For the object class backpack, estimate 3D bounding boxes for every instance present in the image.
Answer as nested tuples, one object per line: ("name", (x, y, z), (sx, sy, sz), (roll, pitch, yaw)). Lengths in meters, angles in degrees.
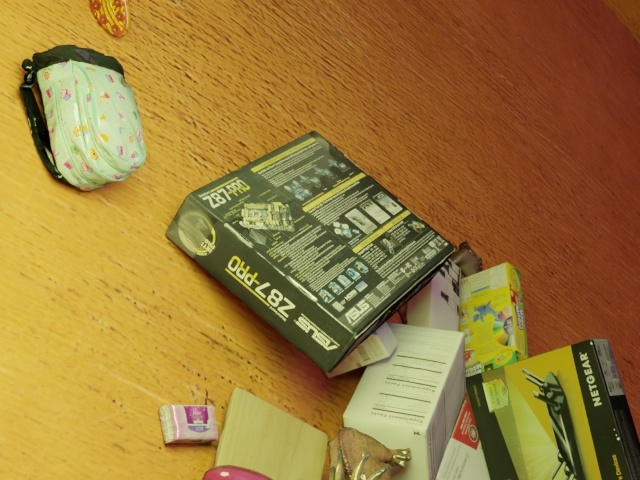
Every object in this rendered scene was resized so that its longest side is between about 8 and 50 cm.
("backpack", (-0.306, -0.159, 1.490), (0.152, 0.115, 0.182), (8, 67, -56))

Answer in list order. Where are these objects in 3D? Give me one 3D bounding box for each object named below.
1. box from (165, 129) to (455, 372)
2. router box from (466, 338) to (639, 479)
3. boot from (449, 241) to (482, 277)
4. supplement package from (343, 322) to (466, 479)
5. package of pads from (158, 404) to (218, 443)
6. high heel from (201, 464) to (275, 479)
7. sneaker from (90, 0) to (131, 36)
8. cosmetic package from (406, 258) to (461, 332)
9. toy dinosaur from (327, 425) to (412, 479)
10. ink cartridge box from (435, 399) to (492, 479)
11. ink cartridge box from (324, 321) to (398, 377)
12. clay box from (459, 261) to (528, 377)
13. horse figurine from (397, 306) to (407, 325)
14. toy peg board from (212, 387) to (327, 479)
("box", (0.000, 0.000, 1.724), (0.318, 0.097, 0.395), (41, 32, 8))
("router box", (0.390, 0.339, 1.834), (0.081, 0.243, 0.309), (7, 64, -53))
("boot", (0.296, 0.056, 2.271), (0.087, 0.042, 0.118), (63, 34, -10))
("supplement package", (0.139, 0.261, 1.797), (0.244, 0.134, 0.139), (-57, 147, -52))
("package of pads", (-0.176, 0.244, 1.499), (0.083, 0.032, 0.050), (12, 63, -51))
("high heel", (-0.048, 0.452, 1.436), (0.377, 0.127, 0.181), (54, 24, -31))
("sneaker", (-0.313, -0.385, 1.667), (0.067, 0.064, 0.175), (-10, 81, -66))
("cosmetic package", (0.210, 0.130, 2.086), (0.099, 0.060, 0.239), (39, 42, -34))
("toy dinosaur", (0.054, 0.331, 1.564), (0.200, 0.127, 0.295), (40, 13, -34))
("ink cartridge box", (0.245, 0.441, 1.894), (0.273, 0.114, 0.197), (56, 35, -18))
("ink cartridge box", (0.046, 0.155, 1.785), (0.088, 0.122, 0.052), (60, 30, -10))
("clay box", (0.328, 0.165, 2.169), (0.053, 0.127, 0.222), (30, 48, -41))
("horse figurine", (0.083, 0.096, 1.925), (0.263, 0.066, 0.174), (14, 67, -54))
("toy peg board", (-0.086, 0.317, 1.559), (0.161, 0.079, 0.161), (31, 43, -20))
